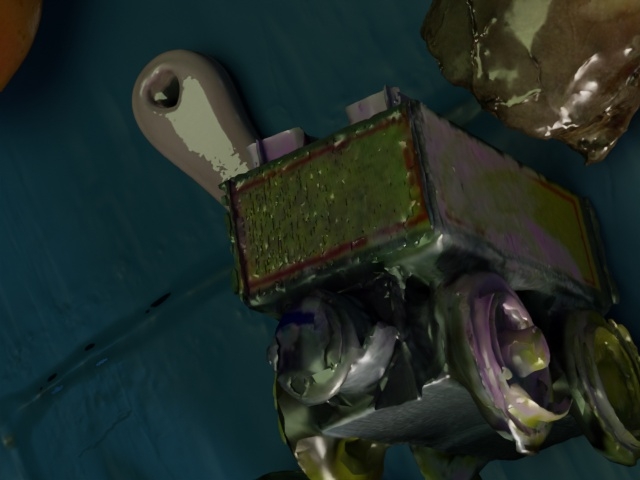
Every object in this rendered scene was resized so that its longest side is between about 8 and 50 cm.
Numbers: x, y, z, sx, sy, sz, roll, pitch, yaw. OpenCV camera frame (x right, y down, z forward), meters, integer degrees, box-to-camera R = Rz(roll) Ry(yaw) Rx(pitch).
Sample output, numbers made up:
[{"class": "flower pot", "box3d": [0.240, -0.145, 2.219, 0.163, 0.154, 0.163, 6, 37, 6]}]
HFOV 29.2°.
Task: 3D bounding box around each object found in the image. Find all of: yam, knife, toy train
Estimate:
[{"class": "yam", "box3d": [0.146, -0.166, 0.639, 0.128, 0.129, 0.238, 23, 110, -9]}, {"class": "knife", "box3d": [0.002, -0.002, 0.798, 0.336, 0.043, 0.081, 46, 106, 13]}, {"class": "toy train", "box3d": [0.070, 0.039, 0.633, 0.134, 0.261, 0.177, -21, 66, 30]}]

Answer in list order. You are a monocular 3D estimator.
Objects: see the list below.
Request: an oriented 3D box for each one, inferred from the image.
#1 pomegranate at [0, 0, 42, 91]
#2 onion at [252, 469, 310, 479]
[{"class": "pomegranate", "box3d": [-0.292, -0.177, 0.858, 0.209, 0.209, 0.209, 3, 96, 31]}, {"class": "onion", "box3d": [-0.001, 0.200, 0.770, 0.117, 0.118, 0.119, -7, 91, 65]}]
